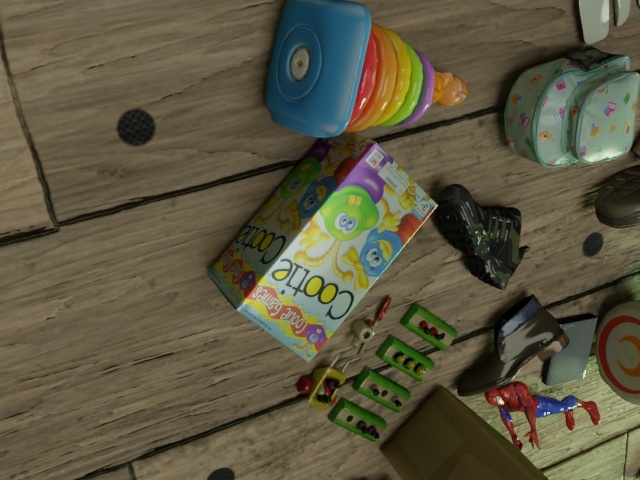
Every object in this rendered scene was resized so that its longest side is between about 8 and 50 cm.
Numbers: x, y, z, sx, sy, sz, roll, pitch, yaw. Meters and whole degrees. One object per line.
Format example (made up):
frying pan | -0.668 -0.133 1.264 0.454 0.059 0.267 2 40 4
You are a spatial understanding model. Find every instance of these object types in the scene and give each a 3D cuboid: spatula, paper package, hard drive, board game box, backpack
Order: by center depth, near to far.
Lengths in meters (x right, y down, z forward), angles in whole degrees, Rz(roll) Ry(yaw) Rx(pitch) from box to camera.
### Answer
board game box | 0.000 0.000 1.003 0.144 0.142 0.275 40 88 -29
spatula | 0.447 -0.438 1.105 0.168 0.019 0.242 -26 120 -12
backpack | 0.380 -0.193 1.111 0.188 0.144 0.166 -15 123 -15
paper package | 0.307 0.450 1.246 0.168 0.325 0.309 -48 122 1
hard drive | 0.475 0.208 1.397 0.094 0.022 0.135 -7 114 -22

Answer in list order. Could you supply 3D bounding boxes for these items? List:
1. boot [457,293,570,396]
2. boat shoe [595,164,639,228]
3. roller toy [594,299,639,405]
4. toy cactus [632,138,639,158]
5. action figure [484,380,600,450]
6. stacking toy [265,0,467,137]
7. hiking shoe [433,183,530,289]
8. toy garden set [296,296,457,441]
boot | 0.321 0.188 1.304 0.219 0.082 0.106 -31 95 2
boat shoe | 0.643 -0.068 1.292 0.355 0.132 0.130 -16 117 -17
roller toy | 0.631 0.206 1.366 0.146 0.209 0.191 -2 104 -25
toy cactus | 0.619 -0.205 1.249 0.219 0.112 0.180 28 108 -42
action figure | 0.407 0.340 1.353 0.280 0.139 0.091 21 144 -30
stacking toy | 0.088 -0.213 0.978 0.301 0.175 0.166 0 110 -40
hiking shoe | 0.262 -0.026 1.174 0.114 0.086 0.227 -49 129 -15
toy garden set | 0.097 0.212 1.207 0.203 0.049 0.244 34 95 -32
